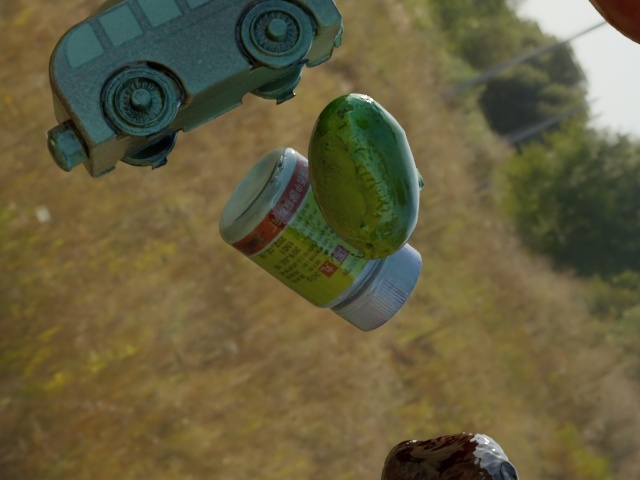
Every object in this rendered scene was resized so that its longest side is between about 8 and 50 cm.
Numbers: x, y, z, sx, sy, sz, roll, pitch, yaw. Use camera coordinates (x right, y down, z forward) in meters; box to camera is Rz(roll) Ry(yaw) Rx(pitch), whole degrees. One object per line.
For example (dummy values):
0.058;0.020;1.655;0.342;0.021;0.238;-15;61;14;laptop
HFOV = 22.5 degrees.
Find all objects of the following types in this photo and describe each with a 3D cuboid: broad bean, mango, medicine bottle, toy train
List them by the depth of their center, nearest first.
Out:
0.111;0.212;1.320;0.165;0.084;0.114;-8;-113;65;broad bean
0.045;-0.065;1.531;0.119;0.100;0.178;39;-27;41;mango
-0.136;-0.182;1.604;0.159;0.326;0.129;59;-12;12;toy train
0.000;0.000;1.944;0.225;0.139;0.139;36;19;-20;medicine bottle

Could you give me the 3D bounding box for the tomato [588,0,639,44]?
0.307;-0.276;1.154;0.226;0.298;0.298;56;10;-12;tomato
